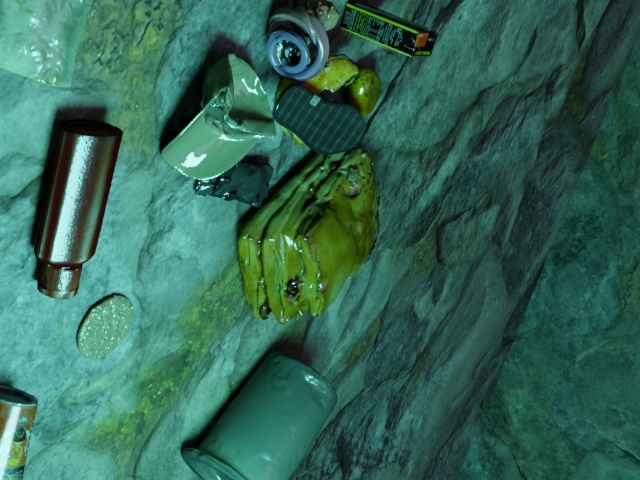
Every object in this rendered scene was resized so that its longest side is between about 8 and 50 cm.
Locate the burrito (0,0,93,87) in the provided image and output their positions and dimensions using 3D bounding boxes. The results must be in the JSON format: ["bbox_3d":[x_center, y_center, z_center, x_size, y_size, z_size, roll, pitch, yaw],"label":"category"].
[{"bbox_3d":[-0.325,-0.336,1.179,0.143,0.105,0.299,-10,124,-49],"label":"burrito"}]

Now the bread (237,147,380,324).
[{"bbox_3d":[0.000,0.000,1.896,0.324,0.167,0.277,-41,144,-30],"label":"bread"}]

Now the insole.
[{"bbox_3d":[0.003,-0.213,1.743,0.110,0.012,0.309,-54,154,7],"label":"insole"}]

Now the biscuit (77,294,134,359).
[{"bbox_3d":[-0.355,0.144,1.624,0.120,0.015,0.120,-38,144,-35],"label":"biscuit"}]

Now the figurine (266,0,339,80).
[{"bbox_3d":[-0.030,-0.355,1.629,0.114,0.126,0.157,28,59,-21],"label":"figurine"}]

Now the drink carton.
[{"bbox_3d":[0.123,-0.381,1.764,0.071,0.165,0.056,-18,129,-51],"label":"drink carton"}]

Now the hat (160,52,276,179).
[{"bbox_3d":[-0.179,-0.201,1.575,0.173,0.144,0.166,-19,149,15],"label":"hat"}]

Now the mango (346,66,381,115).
[{"bbox_3d":[0.084,-0.287,1.900,0.079,0.057,0.114,-53,158,-22],"label":"mango"}]

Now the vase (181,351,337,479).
[{"bbox_3d":[-0.104,0.397,2.021,0.291,0.245,0.245,-52,149,-25],"label":"vase"}]

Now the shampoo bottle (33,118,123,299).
[{"bbox_3d":[-0.356,-0.042,1.415,0.102,0.064,0.260,-12,125,-53],"label":"shampoo bottle"}]

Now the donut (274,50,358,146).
[{"bbox_3d":[-0.019,-0.262,1.745,0.146,0.078,0.181,4,118,-57],"label":"donut"}]

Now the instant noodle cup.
[{"bbox_3d":[-0.483,0.292,1.460,0.127,0.127,0.136,18,91,-60],"label":"instant noodle cup"}]

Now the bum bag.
[{"bbox_3d":[-0.141,-0.102,1.713,0.197,0.049,0.087,8,113,-59],"label":"bum bag"}]
